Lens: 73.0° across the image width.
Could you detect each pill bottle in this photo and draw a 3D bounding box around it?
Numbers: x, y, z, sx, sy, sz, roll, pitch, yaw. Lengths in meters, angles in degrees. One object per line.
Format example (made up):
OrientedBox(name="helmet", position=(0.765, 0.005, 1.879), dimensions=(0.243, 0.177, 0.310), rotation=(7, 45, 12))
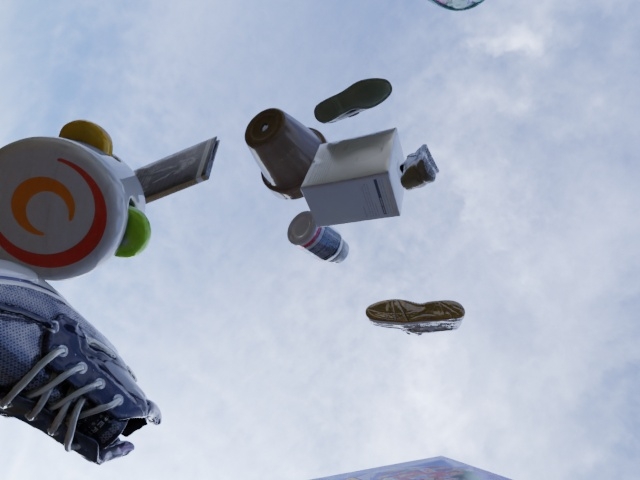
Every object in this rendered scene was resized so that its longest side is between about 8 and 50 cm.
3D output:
OrientedBox(name="pill bottle", position=(0.000, 0.000, 1.242), dimensions=(0.108, 0.180, 0.107), rotation=(-22, -128, 31))

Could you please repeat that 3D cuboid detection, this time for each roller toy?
OrientedBox(name="roller toy", position=(-0.360, -0.049, 0.616), dimensions=(0.191, 0.146, 0.209), rotation=(-26, -79, -4))

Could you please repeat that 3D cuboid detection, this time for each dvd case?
OrientedBox(name="dvd case", position=(-0.323, -0.139, 0.916), dimensions=(0.222, 0.018, 0.164), rotation=(-19, -142, 12))

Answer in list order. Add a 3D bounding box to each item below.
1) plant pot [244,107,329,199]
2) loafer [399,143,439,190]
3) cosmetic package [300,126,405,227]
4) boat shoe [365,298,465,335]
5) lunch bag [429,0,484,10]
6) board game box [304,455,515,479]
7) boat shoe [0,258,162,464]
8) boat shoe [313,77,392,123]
OrientedBox(name="plant pot", position=(-0.120, -0.292, 1.384), dimensions=(0.263, 0.229, 0.262), rotation=(-13, -119, 24))
OrientedBox(name="loafer", position=(0.153, -0.115, 0.684), dimensions=(0.050, 0.148, 0.056), rotation=(-25, -83, 24))
OrientedBox(name="cosmetic package", position=(0.095, -0.163, 1.129), dimensions=(0.225, 0.138, 0.224), rotation=(-6, -142, 22))
OrientedBox(name="boat shoe", position=(0.267, 0.232, 1.237), dimensions=(0.278, 0.096, 0.098), rotation=(1, -145, 5))
OrientedBox(name="lunch bag", position=(0.186, -0.457, 0.617), dimensions=(0.224, 0.280, 0.107), rotation=(-29, -124, 55))
OrientedBox(name="board game box", position=(0.039, 0.298, 0.422), dimensions=(0.233, 0.348, 0.077), rotation=(137, -49, -66))
OrientedBox(name="boat shoe", position=(-0.276, 0.144, 0.456), dimensions=(0.158, 0.340, 0.127), rotation=(38, -108, 19))
OrientedBox(name="boat shoe", position=(0.090, -0.395, 1.226), dimensions=(0.228, 0.068, 0.081), rotation=(-20, -81, 5))
